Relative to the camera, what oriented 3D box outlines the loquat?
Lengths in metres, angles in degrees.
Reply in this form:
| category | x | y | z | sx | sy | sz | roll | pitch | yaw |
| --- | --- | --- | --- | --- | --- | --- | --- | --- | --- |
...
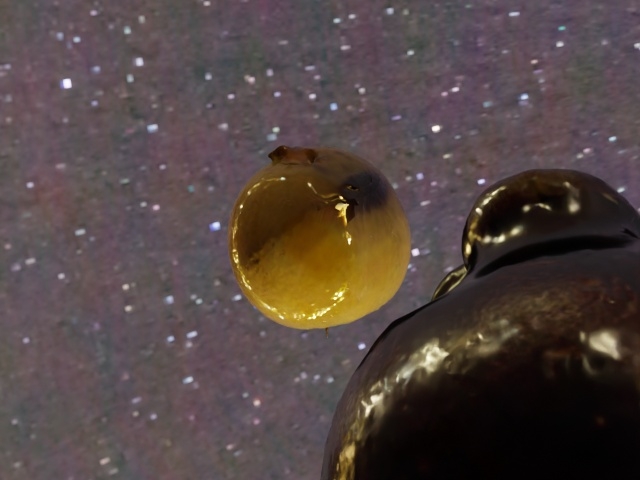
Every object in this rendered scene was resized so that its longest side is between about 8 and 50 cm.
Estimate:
| category | x | y | z | sx | sy | sz | roll | pitch | yaw |
| --- | --- | --- | --- | --- | --- | --- | --- | --- | --- |
| loquat | 0.000 | 0.000 | 0.981 | 0.137 | 0.163 | 0.163 | -7 | -83 | 25 |

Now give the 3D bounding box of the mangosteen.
| category | x | y | z | sx | sy | sz | roll | pitch | yaw |
| --- | --- | --- | --- | --- | --- | --- | --- | --- | --- |
| mangosteen | 0.143 | 0.113 | 0.648 | 0.297 | 0.297 | 0.313 | -8 | -103 | 43 |
